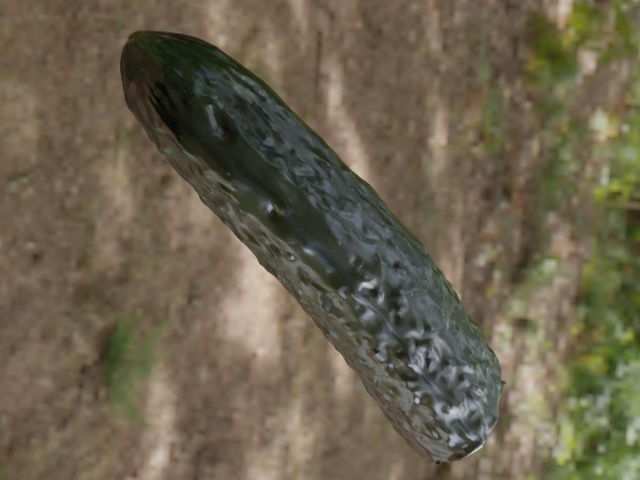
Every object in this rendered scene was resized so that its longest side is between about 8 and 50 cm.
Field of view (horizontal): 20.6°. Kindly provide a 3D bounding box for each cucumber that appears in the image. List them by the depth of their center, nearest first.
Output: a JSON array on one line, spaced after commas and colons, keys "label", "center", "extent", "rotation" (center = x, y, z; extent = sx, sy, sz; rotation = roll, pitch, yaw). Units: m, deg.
[{"label": "cucumber", "center": [0.000, 0.000, 0.646], "extent": [0.214, 0.058, 0.052], "rotation": [50, 58, -30]}]
